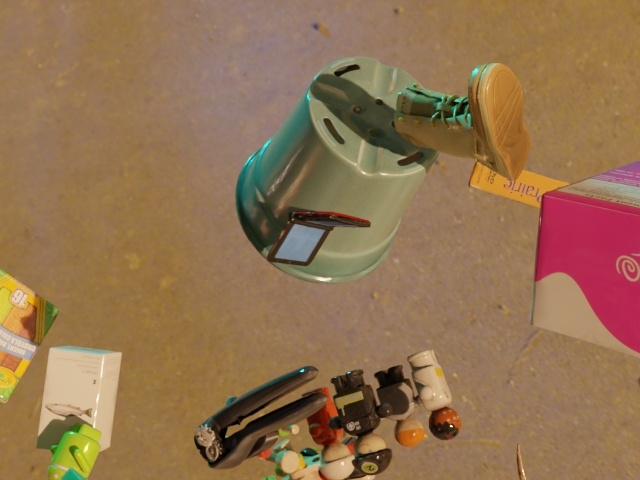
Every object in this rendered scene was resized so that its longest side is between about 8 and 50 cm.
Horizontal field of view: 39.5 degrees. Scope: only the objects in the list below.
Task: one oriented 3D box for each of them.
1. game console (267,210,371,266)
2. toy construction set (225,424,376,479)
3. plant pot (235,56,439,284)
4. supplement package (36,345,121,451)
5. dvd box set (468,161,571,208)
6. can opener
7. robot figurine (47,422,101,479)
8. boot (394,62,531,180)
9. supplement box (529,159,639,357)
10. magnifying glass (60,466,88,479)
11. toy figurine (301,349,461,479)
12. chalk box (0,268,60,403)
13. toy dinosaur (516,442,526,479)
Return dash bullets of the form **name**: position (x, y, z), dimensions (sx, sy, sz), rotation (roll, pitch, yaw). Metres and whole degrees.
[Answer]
- **game console**: position (0.000, 0.000, 1.477), dimensions (0.124, 0.144, 0.085), rotation (2, 87, 29)
- **toy construction set**: position (-0.072, 0.466, 1.764), dimensions (0.237, 0.309, 0.257), rotation (-3, 46, 53)
- **plant pot**: position (0.048, -0.140, 1.658), dimensions (0.334, 0.341, 0.341), rotation (126, 147, -56)
- **supplement package**: position (-0.433, 0.286, 1.608), dimensions (0.105, 0.105, 0.179), rotation (6, 86, 5)
- **dvd box set**: position (0.500, -0.057, 1.604), dimensions (0.420, 0.308, 0.062), rotation (20, 99, 21)
- **can opener**: position (-0.058, 0.163, 0.832), dimensions (0.186, 0.073, 0.059), rotation (-43, 71, 41)
- **robot figurine**: position (-0.414, 0.367, 1.498), dimensions (0.101, 0.067, 0.115), rotation (-6, 54, 46)
- **boot**: position (0.200, -0.194, 1.333), dimensions (0.203, 0.262, 0.095), rotation (23, 79, 27)
- **supplement box**: position (0.276, 0.004, 0.729), dimensions (0.114, 0.220, 0.111), rotation (17, 114, 41)
- **magnifying glass**: position (-0.278, 0.311, 1.076), dimensions (0.092, 0.231, 0.026), rotation (43, 74, 1)
- **toy figurine**: position (0.094, 0.269, 1.352), dimensions (0.213, 0.210, 0.148), rotation (-42, 62, 60)
- **chalk box**: position (-0.509, 0.163, 1.307), dimensions (0.132, 0.132, 0.213), rotation (-20, 40, 46)
- **toy dinosaur**: position (0.318, 0.414, 1.351), dimensions (0.064, 0.211, 0.112), rotation (-33, 50, -18)
